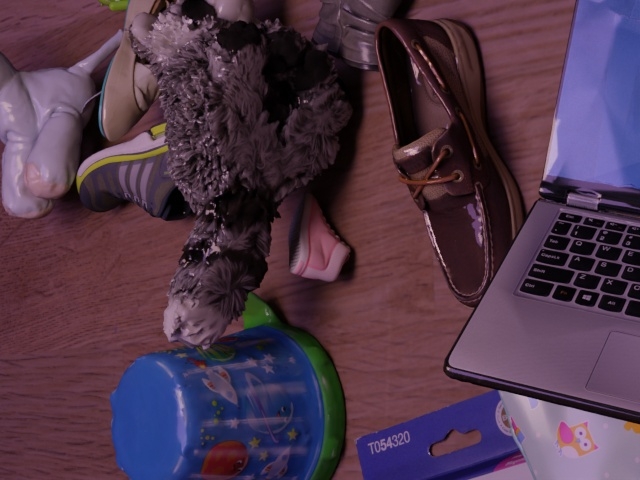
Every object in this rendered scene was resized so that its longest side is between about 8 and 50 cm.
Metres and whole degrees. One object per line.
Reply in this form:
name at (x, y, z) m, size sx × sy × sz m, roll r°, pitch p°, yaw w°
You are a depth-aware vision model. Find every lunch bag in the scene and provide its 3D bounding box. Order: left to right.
lunch bag at (0.293, 0.141, 1.467) m, size 0.224 × 0.108 × 0.279 m, roll -37°, pitch 64°, yaw 35°

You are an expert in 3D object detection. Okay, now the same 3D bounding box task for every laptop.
laptop at (0.345, -0.055, 1.224) m, size 0.382 × 0.408 × 0.236 m, roll 12°, pitch 129°, yaw 22°

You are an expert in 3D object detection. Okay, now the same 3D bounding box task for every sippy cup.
sippy cup at (-0.127, 0.219, 1.842) m, size 0.305 × 0.224 × 0.240 m, roll 53°, pitch 125°, yaw 35°

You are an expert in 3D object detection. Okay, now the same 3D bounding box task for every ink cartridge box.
ink cartridge box at (0.155, 0.343, 1.644) m, size 0.324 × 0.071 × 0.330 m, roll -28°, pitch 70°, yaw 44°

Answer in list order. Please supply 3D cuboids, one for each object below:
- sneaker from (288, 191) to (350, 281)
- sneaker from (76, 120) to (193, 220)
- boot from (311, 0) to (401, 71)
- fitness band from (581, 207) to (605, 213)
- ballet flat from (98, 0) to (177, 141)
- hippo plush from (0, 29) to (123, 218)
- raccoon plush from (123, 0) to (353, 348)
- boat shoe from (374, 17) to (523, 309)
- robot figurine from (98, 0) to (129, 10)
sneaker at (0.000, 0.000, 1.846) m, size 0.134 × 0.070 × 0.051 m, roll -89°, pitch 22°, yaw -48°
sneaker at (-0.236, -0.079, 2.061) m, size 0.300 × 0.111 × 0.121 m, roll -22°, pitch 78°, yaw 48°
boot at (0.013, -0.310, 1.817) m, size 0.246 × 0.083 × 0.161 m, roll 42°, pitch 124°, yaw 42°
fitness band at (0.362, -0.007, 1.370) m, size 0.209 × 0.054 × 0.291 m, roll -31°, pitch 66°, yaw 6°
ballet flat at (-0.242, -0.248, 2.054) m, size 0.086 × 0.086 × 0.248 m, roll -20°, pitch 52°, yaw 46°
hippo plush at (-0.460, -0.181, 2.162) m, size 0.294 × 0.236 × 0.234 m, roll -49°, pitch 27°, yaw 37°
raccoon plush at (-0.170, -0.119, 1.838) m, size 0.299 × 0.216 × 0.446 m, roll 16°, pitch 72°, yaw 51°
boat shoe at (0.126, -0.088, 1.646) m, size 0.123 × 0.123 × 0.342 m, roll -22°, pitch 73°, yaw 45°
robot figurine at (-0.289, -0.380, 2.154) m, size 0.115 × 0.067 × 0.101 m, roll -26°, pitch 66°, yaw 44°
